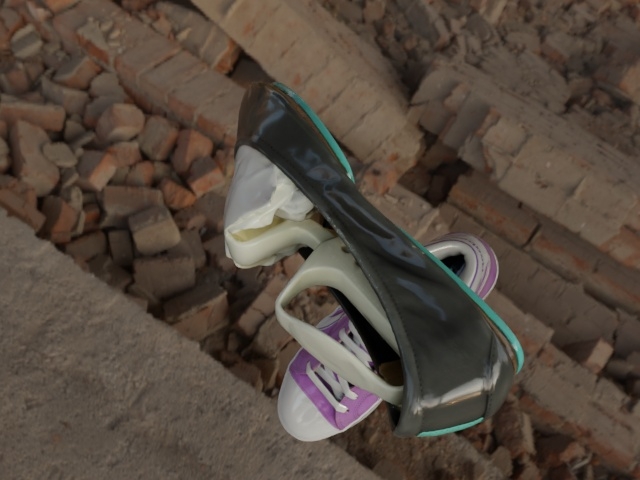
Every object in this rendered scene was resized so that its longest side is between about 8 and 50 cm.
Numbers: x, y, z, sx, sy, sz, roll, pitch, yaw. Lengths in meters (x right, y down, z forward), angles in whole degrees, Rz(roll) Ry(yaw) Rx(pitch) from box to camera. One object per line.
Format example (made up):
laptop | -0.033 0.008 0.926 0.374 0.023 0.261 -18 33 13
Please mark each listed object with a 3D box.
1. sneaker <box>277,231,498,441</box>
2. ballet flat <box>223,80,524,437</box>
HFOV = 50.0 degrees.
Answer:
sneaker | 0.041 0.094 0.642 0.102 0.282 0.161 45 13 13
ballet flat | 0.000 0.000 0.421 0.096 0.095 0.280 -29 58 -19
